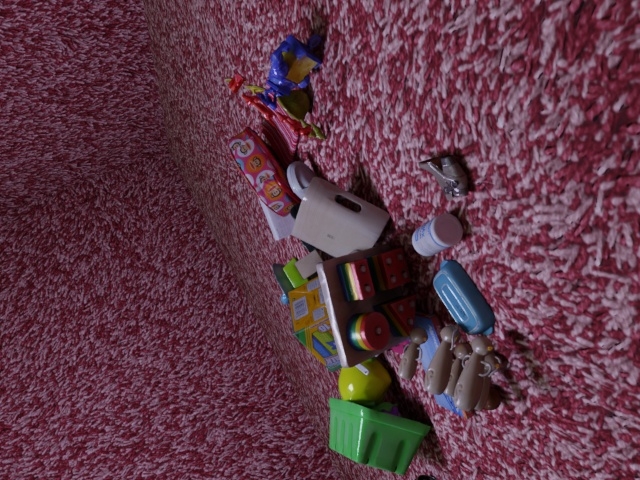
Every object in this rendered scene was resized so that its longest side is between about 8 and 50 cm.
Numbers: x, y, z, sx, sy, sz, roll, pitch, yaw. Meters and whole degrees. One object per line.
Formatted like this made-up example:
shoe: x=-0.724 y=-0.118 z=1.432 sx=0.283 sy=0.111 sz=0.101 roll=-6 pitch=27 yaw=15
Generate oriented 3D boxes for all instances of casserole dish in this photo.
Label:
casserole dish: x=0.307 y=0.131 z=1.219 sx=0.188 sy=0.037 sz=0.114 roll=58 pitch=160 yaw=18

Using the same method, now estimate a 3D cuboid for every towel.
towel: x=-0.131 y=-0.371 z=1.794 sx=0.199 sy=0.031 sz=0.275 roll=58 pitch=159 yaw=19

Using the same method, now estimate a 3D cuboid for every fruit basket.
fruit basket: x=0.173 y=0.536 z=1.827 sx=0.392 sy=0.282 sz=0.392 roll=-160 pitch=90 yaw=-79

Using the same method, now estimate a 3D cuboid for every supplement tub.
supplement tub: x=0.244 y=-0.011 z=1.167 sx=0.071 sy=0.071 sz=0.107 roll=64 pitch=160 yaw=6

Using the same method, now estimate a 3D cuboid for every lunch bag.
lunch bag: x=-0.178 y=-0.220 z=1.889 sx=0.293 sy=0.120 sz=0.258 roll=58 pitch=-174 yaw=23

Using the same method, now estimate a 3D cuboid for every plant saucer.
plant saucer: x=-0.091 y=0.149 z=1.868 sx=0.195 sy=0.037 sz=0.195 roll=54 pitch=-171 yaw=-13

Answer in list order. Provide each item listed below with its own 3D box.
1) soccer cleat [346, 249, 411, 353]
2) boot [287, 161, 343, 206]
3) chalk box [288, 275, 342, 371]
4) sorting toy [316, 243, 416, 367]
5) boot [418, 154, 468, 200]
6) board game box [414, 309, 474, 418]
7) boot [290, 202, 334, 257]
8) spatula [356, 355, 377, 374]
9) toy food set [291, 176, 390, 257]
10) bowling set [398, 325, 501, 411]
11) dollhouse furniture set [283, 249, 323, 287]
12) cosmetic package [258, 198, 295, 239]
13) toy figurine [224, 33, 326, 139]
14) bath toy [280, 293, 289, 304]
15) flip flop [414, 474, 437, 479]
soccer cleat: x=0.162 y=0.167 z=1.524 sx=0.116 sy=0.143 sz=0.331 roll=-19 pitch=119 yaw=47
boot: x=0.000 y=-0.139 z=1.657 sx=0.258 sy=0.095 sz=0.123 roll=57 pitch=155 yaw=0
chalk box: x=0.057 y=0.257 z=1.670 sx=0.289 sy=0.179 sz=0.180 roll=50 pitch=-162 yaw=-37
sorting toy: x=0.138 y=0.148 z=1.358 sx=0.089 sy=0.257 sz=0.256 roll=-15 pitch=89 yaw=46
boot: x=0.241 y=-0.121 z=1.091 sx=0.087 sy=0.042 sz=0.118 roll=68 pitch=161 yaw=-11
board game box: x=0.306 y=0.317 z=1.452 sx=0.281 sy=0.027 sz=0.145 roll=69 pitch=162 yaw=-8
boot: x=0.001 y=-0.002 z=1.818 sx=0.236 sy=0.085 sz=0.179 roll=44 pitch=163 yaw=26
spatula: x=0.122 y=0.331 z=1.795 sx=0.019 sy=0.168 sz=0.242 roll=38 pitch=174 yaw=-34
toy food set: x=0.048 y=-0.046 z=1.531 sx=0.219 sy=0.092 sz=0.306 roll=27 pitch=156 yaw=1
bowling set: x=0.326 y=0.283 z=1.250 sx=0.287 sy=0.199 sz=0.154 roll=11 pitch=81 yaw=63
dollhouse furniture set: x=0.016 y=0.126 z=1.898 sx=0.198 sy=0.151 sz=0.301 roll=58 pitch=-171 yaw=9
cosmetic package: x=-0.164 y=-0.128 z=2.061 sx=0.239 sy=0.098 sz=0.060 roll=69 pitch=160 yaw=-7
toy figurine: x=-0.043 y=-0.403 z=1.392 sx=0.191 sy=0.217 sz=0.362 roll=44 pitch=-161 yaw=17
bath toy: x=-0.024 y=0.312 z=2.164 sx=0.348 sy=0.129 sz=0.151 roll=49 pitch=154 yaw=39
flip flop: x=0.350 y=0.812 z=1.821 sx=0.277 sy=0.112 sz=0.080 roll=114 pitch=155 yaw=-68
